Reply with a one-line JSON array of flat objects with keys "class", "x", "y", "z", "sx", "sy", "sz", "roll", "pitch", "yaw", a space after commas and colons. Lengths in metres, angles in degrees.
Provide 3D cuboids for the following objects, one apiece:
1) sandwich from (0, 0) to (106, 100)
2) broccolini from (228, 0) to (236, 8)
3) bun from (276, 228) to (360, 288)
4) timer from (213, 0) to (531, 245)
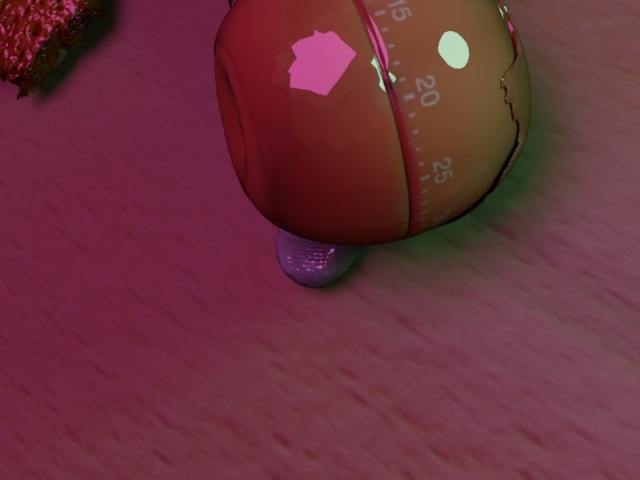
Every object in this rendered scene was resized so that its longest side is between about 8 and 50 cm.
[{"class": "sandwich", "x": -0.289, "y": -0.252, "z": 1.140, "sx": 0.235, "sy": 0.079, "sz": 0.159, "roll": -44, "pitch": 71, "yaw": 15}, {"class": "broccolini", "x": -0.051, "y": -0.172, "z": 1.013, "sx": 0.067, "sy": 0.058, "sz": 0.216, "roll": -17, "pitch": 79, "yaw": 25}, {"class": "bun", "x": 0.000, "y": 0.000, "z": 0.931, "sx": 0.083, "sy": 0.045, "sz": 0.083, "roll": -9, "pitch": 69, "yaw": 25}, {"class": "timer", "x": 0.036, "y": -0.110, "z": 0.830, "sx": 0.214, "sy": 0.230, "sz": 0.230, "roll": -13, "pitch": 67, "yaw": -11}]
